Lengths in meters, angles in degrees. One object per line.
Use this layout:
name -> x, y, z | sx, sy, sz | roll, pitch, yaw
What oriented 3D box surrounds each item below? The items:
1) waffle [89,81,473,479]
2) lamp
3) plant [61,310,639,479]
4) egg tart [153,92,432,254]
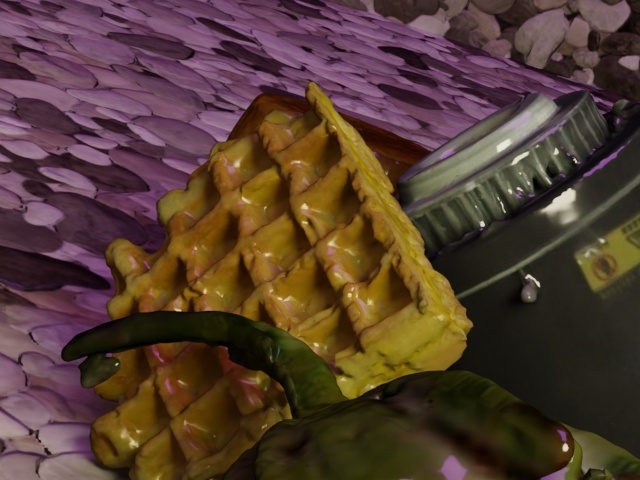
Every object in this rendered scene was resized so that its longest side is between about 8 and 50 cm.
waffle -> -0.048, 0.038, 0.897 | 0.057, 0.219, 0.229 | 38, 17, -42
lamp -> 0.156, 0.051, 0.940 | 0.272, 0.205, 0.374 | 57, -1, -26
plant -> -0.010, 0.079, 0.694 | 0.180, 0.251, 0.333 | 60, 4, -48
egg tart -> 0.000, 0.000, 1.138 | 0.215, 0.170, 0.215 | 21, 10, -4
